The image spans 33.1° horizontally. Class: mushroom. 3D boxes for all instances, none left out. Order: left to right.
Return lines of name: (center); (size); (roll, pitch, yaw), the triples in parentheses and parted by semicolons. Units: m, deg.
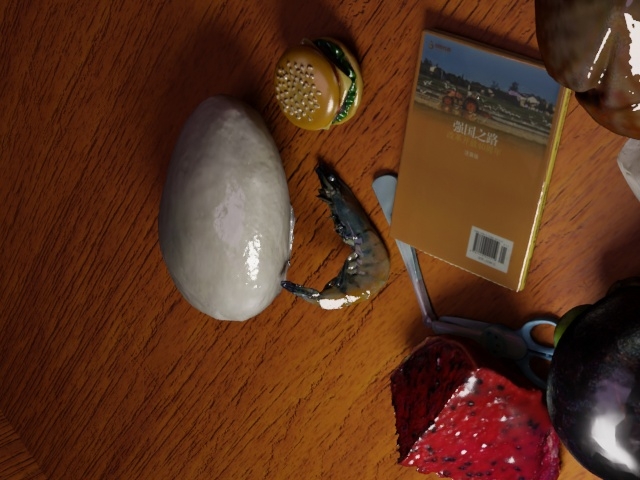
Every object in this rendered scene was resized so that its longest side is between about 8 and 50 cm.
mushroom: (0.498, -0.062, 1.488); (0.097, 0.088, 0.212); (-40, 82, -1)

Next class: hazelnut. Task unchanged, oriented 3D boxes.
hazelnut: (0.426, -0.319, 1.284); (0.359, 0.359, 0.409); (29, 116, 31)

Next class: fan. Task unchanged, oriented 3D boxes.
fan: (0.155, 0.018, 1.883); (0.057, 0.023, 0.282); (-16, 96, 36)

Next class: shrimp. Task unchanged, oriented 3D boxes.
shrimp: (0.000, 0.000, 1.922); (0.262, 0.198, 0.051); (64, 173, 7)

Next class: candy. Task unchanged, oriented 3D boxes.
candy: (-0.192, -0.063, 2.003); (0.386, 0.186, 0.427); (45, 131, 47)

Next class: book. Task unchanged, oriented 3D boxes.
book: (0.245, -0.127, 1.722); (0.262, 0.028, 0.374); (25, 121, 31)

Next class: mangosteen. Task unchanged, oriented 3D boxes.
mangosteen: (0.460, 0.206, 1.521); (0.300, 0.300, 0.300); (19, 119, 36)

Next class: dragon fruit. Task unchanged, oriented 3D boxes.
dragon fruit: (0.253, 0.325, 1.802); (0.330, 0.240, 0.302); (44, 174, -18)

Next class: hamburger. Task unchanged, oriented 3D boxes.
hamburger: (-0.005, -0.269, 1.840); (0.162, 0.115, 0.162); (19, 120, 38)

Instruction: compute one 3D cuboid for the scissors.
scissors: (0.300, 0.168, 1.807); (0.256, 0.030, 0.125); (13, 116, 35)
